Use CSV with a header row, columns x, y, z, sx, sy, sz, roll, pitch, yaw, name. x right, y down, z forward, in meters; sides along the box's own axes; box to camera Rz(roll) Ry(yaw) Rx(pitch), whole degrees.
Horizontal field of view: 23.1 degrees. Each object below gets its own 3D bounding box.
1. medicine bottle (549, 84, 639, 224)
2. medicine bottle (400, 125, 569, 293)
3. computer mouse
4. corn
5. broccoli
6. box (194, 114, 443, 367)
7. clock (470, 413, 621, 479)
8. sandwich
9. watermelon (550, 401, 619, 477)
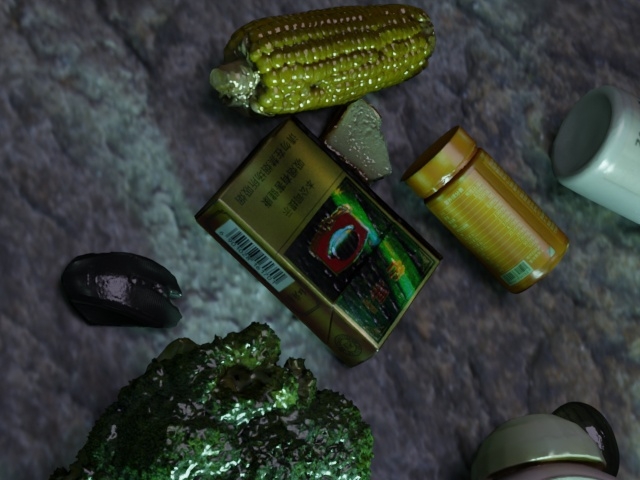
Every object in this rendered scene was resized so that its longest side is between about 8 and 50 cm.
x,y,z,sx,sy,sz,roll,pitch,yaw,name
0.426,-0.084,1.972,0.252,0.144,0.144,27,57,-21,medicine bottle
0.193,-0.035,1.827,0.192,0.096,0.096,44,52,-7,medicine bottle
-0.193,0.048,1.574,0.135,0.047,0.079,16,62,-28,computer mouse
0.007,-0.207,1.780,0.322,0.119,0.119,-15,77,-43,corn
-0.098,0.211,1.435,0.304,0.321,0.283,30,24,-30,broccoli
0.000,0.000,1.705,0.240,0.071,0.159,43,50,-8,box
0.247,0.376,1.626,0.326,0.184,0.342,44,47,-2,clock
0.045,-0.110,1.806,0.093,0.036,0.105,37,52,-12,sandwich
0.298,0.237,1.780,0.078,0.078,0.110,-17,84,-37,watermelon
